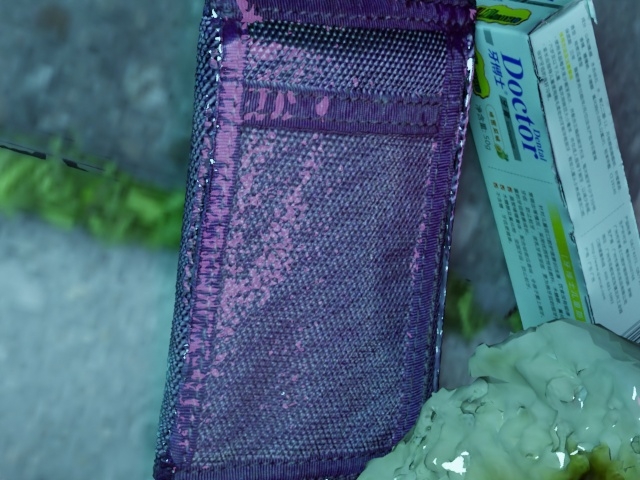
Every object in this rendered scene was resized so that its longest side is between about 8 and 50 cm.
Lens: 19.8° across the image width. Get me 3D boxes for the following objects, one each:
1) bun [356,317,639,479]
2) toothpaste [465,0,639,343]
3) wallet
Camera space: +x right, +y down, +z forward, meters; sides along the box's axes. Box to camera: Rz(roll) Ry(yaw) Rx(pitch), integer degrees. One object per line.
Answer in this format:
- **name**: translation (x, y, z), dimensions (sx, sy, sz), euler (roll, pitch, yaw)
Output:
- **bun**: translation (0.047, 0.175, 0.560), dimensions (0.282, 0.205, 0.281), euler (4, 84, -34)
- **toothpaste**: translation (0.087, -0.010, 0.657), dimensions (0.034, 0.046, 0.164), euler (-34, 122, -29)
- **wallet**: translation (0.001, 0.000, 0.593), dimensions (0.111, 0.030, 0.166), euler (-4, 104, -42)
